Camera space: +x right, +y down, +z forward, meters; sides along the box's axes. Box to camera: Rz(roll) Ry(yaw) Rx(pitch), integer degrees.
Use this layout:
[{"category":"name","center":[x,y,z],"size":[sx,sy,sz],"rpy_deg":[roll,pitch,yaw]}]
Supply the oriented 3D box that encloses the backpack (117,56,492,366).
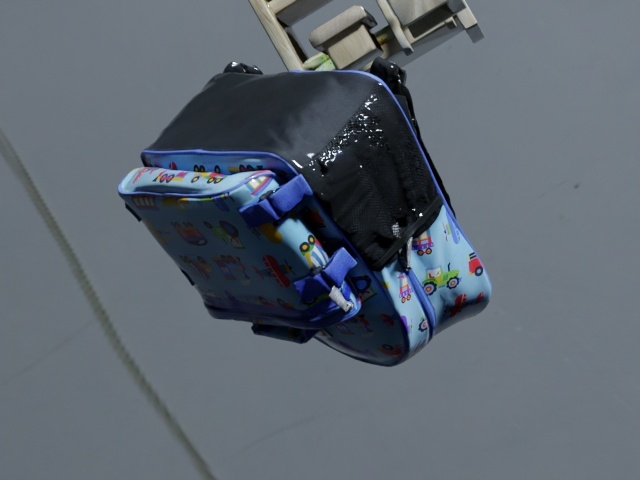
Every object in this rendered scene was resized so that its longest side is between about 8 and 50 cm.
[{"category":"backpack","center":[0.000,0.000,0.686],"size":[0.117,0.158,0.173],"rpy_deg":[-49,123,-25]}]

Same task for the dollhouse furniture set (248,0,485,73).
[{"category":"dollhouse furniture set","center":[-0.016,-0.124,0.737],"size":[0.182,0.161,0.101],"rpy_deg":[-30,84,10]}]
